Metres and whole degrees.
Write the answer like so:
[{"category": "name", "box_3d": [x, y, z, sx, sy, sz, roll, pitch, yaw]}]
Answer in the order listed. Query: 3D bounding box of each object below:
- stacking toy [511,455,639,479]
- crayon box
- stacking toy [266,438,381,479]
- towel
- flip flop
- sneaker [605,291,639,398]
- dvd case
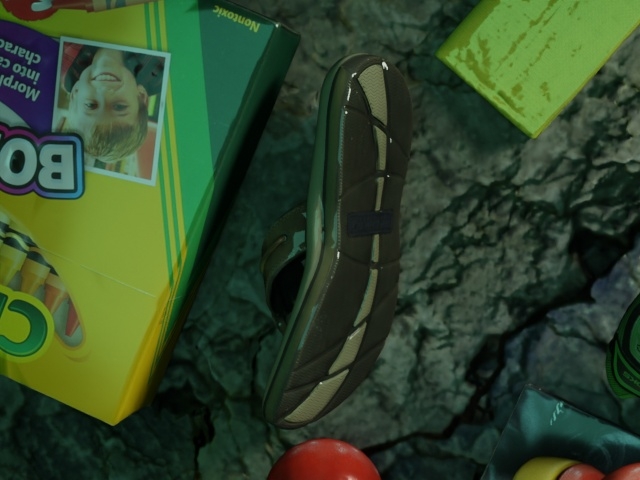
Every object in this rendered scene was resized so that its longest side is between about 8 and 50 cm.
[{"category": "stacking toy", "box_3d": [0.166, 0.285, 1.067, 0.130, 0.279, 0.309, -14, 76, 38]}, {"category": "crayon box", "box_3d": [-0.243, -0.082, 1.260, 0.363, 0.106, 0.313, 24, 96, 8]}, {"category": "stacking toy", "box_3d": [0.000, 0.270, 1.145, 0.141, 0.330, 0.141, 3, 132, 4]}, {"category": "towel", "box_3d": [0.197, -0.192, 1.226, 0.102, 0.021, 0.237, 43, 99, 11]}, {"category": "flip flop", "box_3d": [0.000, 0.000, 1.231, 0.080, 0.112, 0.277, 11, 97, 35]}, {"category": "sneaker", "box_3d": [0.353, 0.136, 1.175, 0.343, 0.134, 0.146, 39, 134, 0]}, {"category": "dvd case", "box_3d": [0.180, 0.238, 1.244, 0.164, 0.018, 0.221, 25, 97, 8]}]
